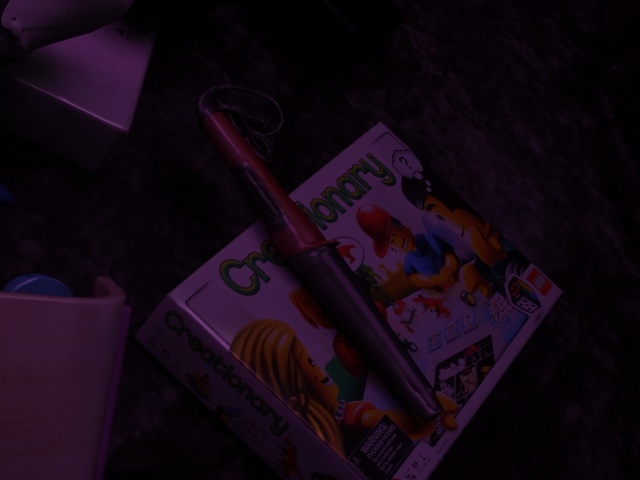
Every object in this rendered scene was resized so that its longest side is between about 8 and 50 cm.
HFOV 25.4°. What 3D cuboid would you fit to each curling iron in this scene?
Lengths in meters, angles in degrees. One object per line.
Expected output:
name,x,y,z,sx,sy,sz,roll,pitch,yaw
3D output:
curling iron,0.000,0.000,0.919,0.068,0.035,0.274,-12,58,-44

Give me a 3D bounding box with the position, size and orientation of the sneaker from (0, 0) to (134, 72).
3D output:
sneaker,-0.214,-0.089,0.824,0.235,0.094,0.153,-8,68,-16

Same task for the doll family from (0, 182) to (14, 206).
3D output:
doll family,-0.295,-0.036,0.696,0.263,0.163,0.118,44,5,5

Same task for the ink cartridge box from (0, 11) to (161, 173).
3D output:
ink cartridge box,-0.225,-0.166,0.961,0.232,0.066,0.189,30,39,-21

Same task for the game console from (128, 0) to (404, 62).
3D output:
game console,-0.070,-0.216,1.094,0.213,0.044,0.361,45,25,7

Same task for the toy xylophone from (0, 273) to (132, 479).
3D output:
toy xylophone,-0.229,0.094,0.622,0.323,0.236,0.081,17,1,-35

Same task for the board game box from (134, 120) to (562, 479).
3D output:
board game box,0.034,0.049,0.973,0.193,0.053,0.305,43,37,3
